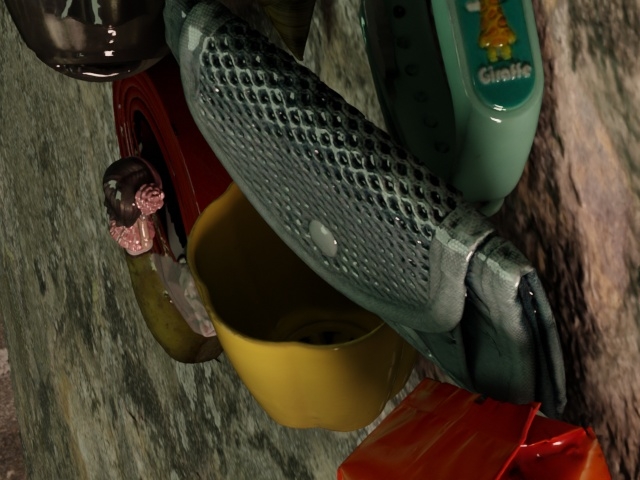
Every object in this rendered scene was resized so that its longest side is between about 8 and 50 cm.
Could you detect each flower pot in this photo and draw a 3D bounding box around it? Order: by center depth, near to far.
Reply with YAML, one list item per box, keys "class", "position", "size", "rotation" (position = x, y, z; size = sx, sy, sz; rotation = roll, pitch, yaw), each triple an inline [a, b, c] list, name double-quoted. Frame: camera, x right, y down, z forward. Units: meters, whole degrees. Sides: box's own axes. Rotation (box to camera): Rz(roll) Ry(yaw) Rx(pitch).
- class: "flower pot"
  position: [0.002, 0.055, 1.465]
  size: [0.179, 0.195, 0.195]
  rotation: [81, 166, -53]

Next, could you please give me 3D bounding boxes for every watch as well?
- class: "watch"
  position: [0.083, -0.131, 1.251]
  size: [0.195, 0.068, 0.237]
  rotation: [159, 98, -72]

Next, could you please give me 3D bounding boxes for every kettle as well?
- class: "kettle"
  position: [-0.217, -0.313, 1.712]
  size: [0.321, 0.228, 0.324]
  rotation: [-146, 53, -73]

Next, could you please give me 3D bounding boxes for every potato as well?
- class: "potato"
  position: [-0.151, 0.019, 1.979]
  size: [0.149, 0.113, 0.251]
  rotation: [6, 117, 63]

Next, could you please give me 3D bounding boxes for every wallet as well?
- class: "wallet"
  position: [0.022, -0.018, 1.258]
  size: [0.342, 0.075, 0.237]
  rotation: [42, 165, 28]

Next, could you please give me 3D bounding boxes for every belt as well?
- class: "belt"
  position: [-0.107, -0.052, 1.787]
  size: [0.227, 0.115, 0.324]
  rotation: [104, 147, -55]

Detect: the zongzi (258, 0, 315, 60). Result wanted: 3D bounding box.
- class: "zongzi"
  position: [-0.049, -0.274, 1.540]
  size: [0.184, 0.084, 0.187]
  rotation: [82, 170, -48]

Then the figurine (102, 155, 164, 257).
- class: "figurine"
  position: [-0.180, -0.027, 1.760]
  size: [0.129, 0.054, 0.072]
  rotation: [103, 145, -55]

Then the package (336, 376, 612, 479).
- class: "package"
  position: [0.146, 0.298, 1.216]
  size: [0.196, 0.123, 0.423]
  rotation: [11, 122, 67]
